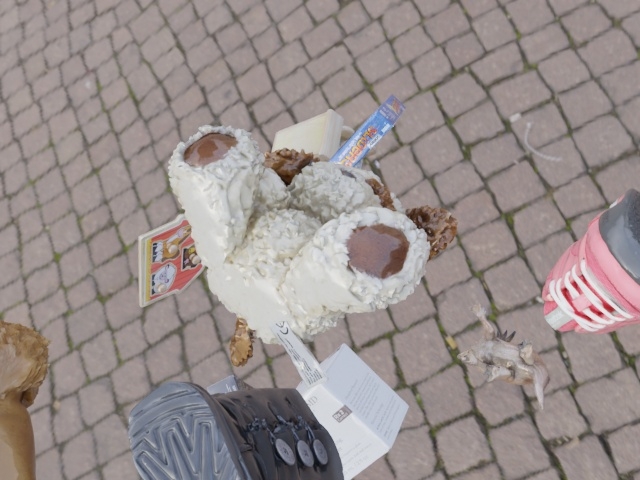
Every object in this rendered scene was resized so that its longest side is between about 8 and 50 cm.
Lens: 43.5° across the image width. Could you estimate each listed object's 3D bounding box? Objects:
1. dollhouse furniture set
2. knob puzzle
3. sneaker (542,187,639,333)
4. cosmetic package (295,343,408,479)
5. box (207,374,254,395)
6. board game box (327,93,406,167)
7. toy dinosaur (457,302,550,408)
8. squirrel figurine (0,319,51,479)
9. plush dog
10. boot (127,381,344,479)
[{"bbox_3d":[0.036,-0.152,1.701,0.161,0.242,0.212,-14,56,43],"label":"dollhouse furniture set"},{"bbox_3d":[-0.268,0.033,1.572,0.030,0.213,0.213,33,85,30],"label":"knob puzzle"},{"bbox_3d":[0.261,0.044,0.713,0.136,0.314,0.116,-40,75,16],"label":"sneaker"},{"bbox_3d":[0.042,0.333,1.544,0.184,0.151,0.151,43,119,-1],"label":"cosmetic package"},{"bbox_3d":[-0.138,0.488,1.865,0.076,0.242,0.307,-28,61,6],"label":"box"},{"bbox_3d":[0.067,-0.157,1.252,0.035,0.201,0.136,43,110,-3],"label":"board game box"},{"bbox_3d":[0.409,0.259,1.714,0.127,0.200,0.296,-56,42,-1],"label":"toy dinosaur"},{"bbox_3d":[-0.542,0.289,1.148,0.370,0.281,0.397,-36,32,55],"label":"squirrel figurine"},{"bbox_3d":[0.000,0.000,0.792,0.262,0.210,0.225,30,39,22],"label":"plush dog"},{"bbox_3d":[-0.067,0.372,1.076,0.146,0.445,0.367,-20,72,8],"label":"boot"}]
